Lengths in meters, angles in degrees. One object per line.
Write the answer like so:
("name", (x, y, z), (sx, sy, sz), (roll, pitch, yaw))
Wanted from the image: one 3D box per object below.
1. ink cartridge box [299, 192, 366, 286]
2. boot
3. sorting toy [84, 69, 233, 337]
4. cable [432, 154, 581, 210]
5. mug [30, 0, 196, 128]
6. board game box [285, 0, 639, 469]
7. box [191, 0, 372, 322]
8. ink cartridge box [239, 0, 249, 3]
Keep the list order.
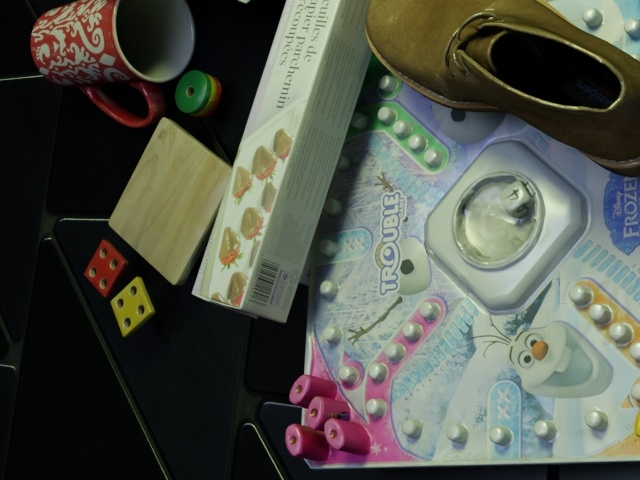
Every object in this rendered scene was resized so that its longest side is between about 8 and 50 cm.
("ink cartridge box", (0.000, 0.000, 1.198), (0.122, 0.052, 0.089), (16, 89, 39))
("boot", (0.132, -0.150, 0.974), (0.305, 0.115, 0.112), (31, 97, 40))
("sorting toy", (-0.147, -0.031, 1.330), (0.132, 0.046, 0.274), (38, 104, 38))
("cable", (0.165, -0.048, 1.084), (0.150, 0.047, 0.184), (-43, 54, 19))
("mug", (-0.238, -0.205, 1.405), (0.169, 0.113, 0.150), (0, 78, 43))
("board game box", (0.141, -0.017, 1.028), (0.390, 0.050, 0.390), (-8, 71, 35))
("box", (-0.022, -0.092, 1.102), (0.063, 0.067, 0.324), (14, 85, 40))
("ink cartridge box", (-0.165, -0.370, 1.285), (0.353, 0.119, 0.207), (37, 117, 57))
